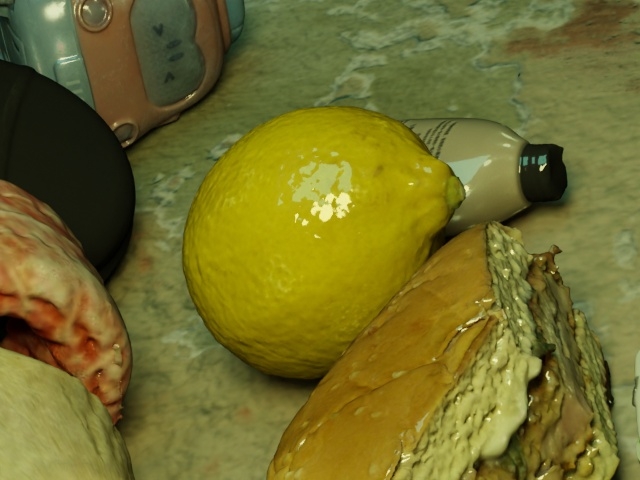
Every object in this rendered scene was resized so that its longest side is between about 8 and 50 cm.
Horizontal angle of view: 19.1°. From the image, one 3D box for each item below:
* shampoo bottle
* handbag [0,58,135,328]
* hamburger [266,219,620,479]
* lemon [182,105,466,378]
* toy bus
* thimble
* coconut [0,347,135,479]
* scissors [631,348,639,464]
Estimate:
[{"bbox_3d":[0.063,-0.047,1.445,0.257,0.078,0.127,-3,33,29],"label":"shampoo bottle"},{"bbox_3d":[-0.292,-0.049,1.491,0.308,0.093,0.253,15,43,-19],"label":"handbag"},{"bbox_3d":[0.077,0.120,1.151,0.245,0.155,0.282,-32,23,4],"label":"hamburger"},{"bbox_3d":[0.000,0.000,1.311,0.244,0.187,0.187,-31,20,45],"label":"lemon"},{"bbox_3d":[-0.193,-0.210,1.722,0.232,0.197,0.294,-17,31,-12],"label":"toy bus"},{"bbox_3d":[-0.263,0.074,1.332,0.239,0.239,0.162,-25,34,-5],"label":"thimble"},{"bbox_3d":[-0.273,0.188,1.136,0.329,0.329,0.329,-15,35,10],"label":"coconut"},{"bbox_3d":[0.217,0.134,1.160,0.101,0.027,0.204,-12,37,11],"label":"scissors"}]
